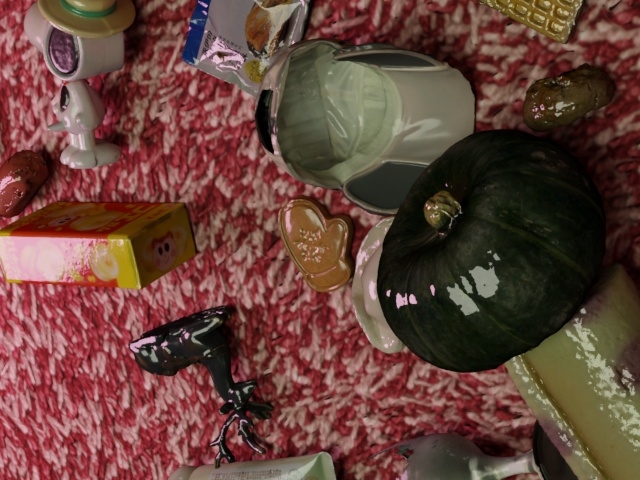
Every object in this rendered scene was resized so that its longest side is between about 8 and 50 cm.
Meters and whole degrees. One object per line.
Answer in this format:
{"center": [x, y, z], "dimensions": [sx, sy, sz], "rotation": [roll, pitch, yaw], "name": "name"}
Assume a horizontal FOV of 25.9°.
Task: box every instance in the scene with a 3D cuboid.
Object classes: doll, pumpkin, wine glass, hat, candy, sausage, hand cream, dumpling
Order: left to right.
{"center": [-0.477, -0.086, 2.178], "dimensions": [0.076, 0.076, 0.141], "rotation": [50, 131, 6], "name": "sausage"}
{"center": [-0.328, -0.240, 1.991], "dimensions": [0.208, 0.144, 0.271], "rotation": [-2, 106, 56], "name": "doll"}
{"center": [-0.338, 0.005, 2.080], "dimensions": [0.276, 0.146, 0.088], "rotation": [0, 110, 32], "name": "candy"}
{"center": [-0.100, 0.388, 2.113], "dimensions": [0.306, 0.093, 0.147], "rotation": [-5, 103, 33], "name": "hand cream"}
{"center": [0.056, -0.165, 1.753], "dimensions": [0.275, 0.161, 0.232], "rotation": [0, 123, 9], "name": "hat"}
{"center": [0.086, 0.055, 1.849], "dimensions": [0.134, 0.100, 0.169], "rotation": [18, 117, 43], "name": "dumpling"}
{"center": [0.205, 0.312, 1.849], "dimensions": [0.321, 0.143, 0.143], "rotation": [-22, 96, 37], "name": "wine glass"}
{"center": [0.191, 0.010, 1.633], "dimensions": [0.207, 0.300, 0.300], "rotation": [29, 133, -25], "name": "pumpkin"}

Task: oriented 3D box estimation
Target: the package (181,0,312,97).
{"center": [-0.102, -0.283, 1.876], "dimensions": [0.173, 0.027, 0.171], "rotation": [27, 122, 18], "name": "package"}

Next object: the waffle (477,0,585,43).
{"center": [0.250, -0.297, 1.641], "dimensions": [0.135, 0.021, 0.092], "rotation": [29, 123, 21], "name": "waffle"}

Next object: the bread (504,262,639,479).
{"center": [0.378, 0.210, 1.682], "dimensions": [0.338, 0.155, 0.187], "rotation": [55, 136, 0], "name": "bread"}

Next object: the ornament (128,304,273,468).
{"center": [-0.176, 0.233, 2.105], "dimensions": [0.202, 0.080, 0.236], "rotation": [-20, 97, 34], "name": "ornament"}

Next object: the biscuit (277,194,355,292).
{"center": [-0.001, 0.001, 1.929], "dimensions": [0.118, 0.023, 0.140], "rotation": [-35, 87, 38], "name": "biscuit"}

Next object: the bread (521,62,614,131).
{"center": [0.283, -0.168, 1.636], "dimensions": [0.113, 0.082, 0.060], "rotation": [-19, 95, 34], "name": "bread"}
